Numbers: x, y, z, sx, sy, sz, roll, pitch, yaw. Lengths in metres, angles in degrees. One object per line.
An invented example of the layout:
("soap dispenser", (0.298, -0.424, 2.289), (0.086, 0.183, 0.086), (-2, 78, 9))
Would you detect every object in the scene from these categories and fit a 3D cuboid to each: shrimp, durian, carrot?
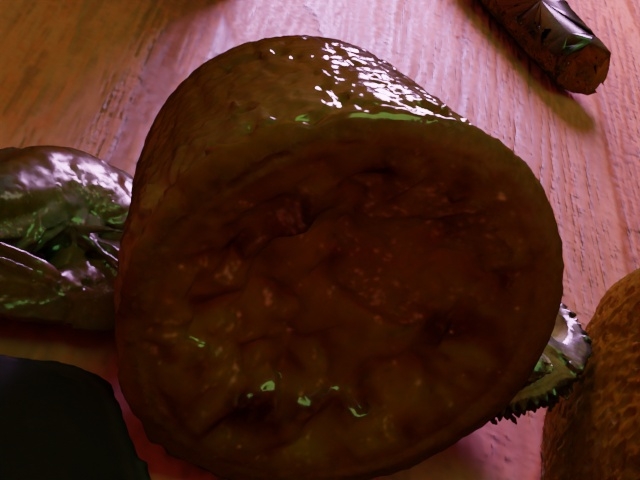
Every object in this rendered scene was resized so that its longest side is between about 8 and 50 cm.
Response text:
("shrimp", (-0.147, 0.003, 0.666), (0.115, 0.051, 0.217), (45, 32, 24))
("durian", (0.069, 0.058, 0.729), (0.140, 0.071, 0.110), (26, 26, 20))
("carrot", (0.188, -0.215, 1.260), (0.069, 0.069, 0.229), (6, 37, -32))

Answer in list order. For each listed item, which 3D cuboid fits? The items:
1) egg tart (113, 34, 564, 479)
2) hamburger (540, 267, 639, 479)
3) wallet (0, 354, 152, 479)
("egg tart", (0.000, 0.000, 0.642), (0.202, 0.203, 0.147), (15, 27, -20))
("hamburger", (0.201, 0.107, 0.674), (0.144, 0.157, 0.283), (25, 28, -5))
("wallet", (-0.125, 0.144, 0.468), (0.165, 0.042, 0.309), (9, 33, -25))
